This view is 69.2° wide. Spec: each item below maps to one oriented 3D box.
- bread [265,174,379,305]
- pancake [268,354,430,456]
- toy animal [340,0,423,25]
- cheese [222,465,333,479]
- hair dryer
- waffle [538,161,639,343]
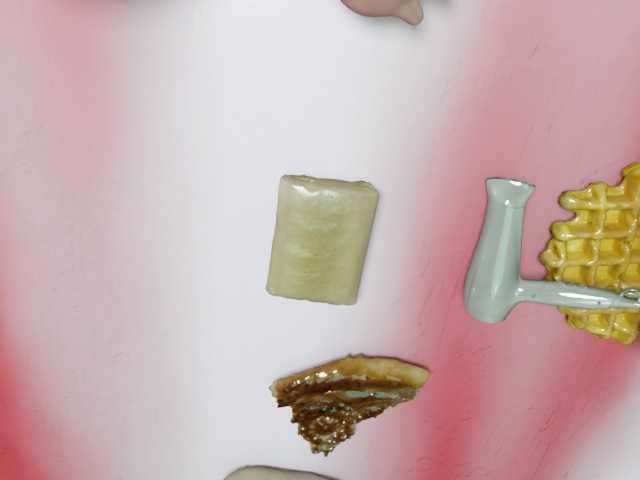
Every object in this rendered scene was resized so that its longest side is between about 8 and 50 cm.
[{"bbox_3d":[0.000,0.000,0.649,0.139,0.060,0.178,9,115,-6],"label":"bread"},{"bbox_3d":[0.039,0.295,0.794,0.266,0.057,0.245,8,116,-5],"label":"pancake"},{"bbox_3d":[0.042,-0.330,0.448,0.165,0.149,0.248,-40,103,-1],"label":"toy animal"},{"bbox_3d":[-0.099,0.548,0.855,0.247,0.174,0.251,23,118,-13],"label":"cheese"},{"bbox_3d":[0.322,0.033,0.620,0.237,0.075,0.206,16,113,26],"label":"hair dryer"},{"bbox_3d":[0.459,0.024,0.664,0.309,0.065,0.283,37,110,-18],"label":"waffle"}]
